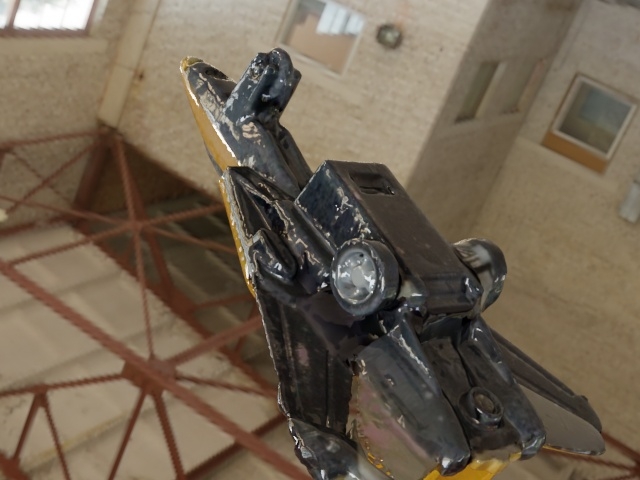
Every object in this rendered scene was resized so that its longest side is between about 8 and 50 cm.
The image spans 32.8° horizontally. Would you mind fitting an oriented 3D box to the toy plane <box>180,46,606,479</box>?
[{"bbox_3d":[0.007,-0.008,0.562,0.204,0.103,0.316,2,-130,-44],"label":"toy plane"}]
